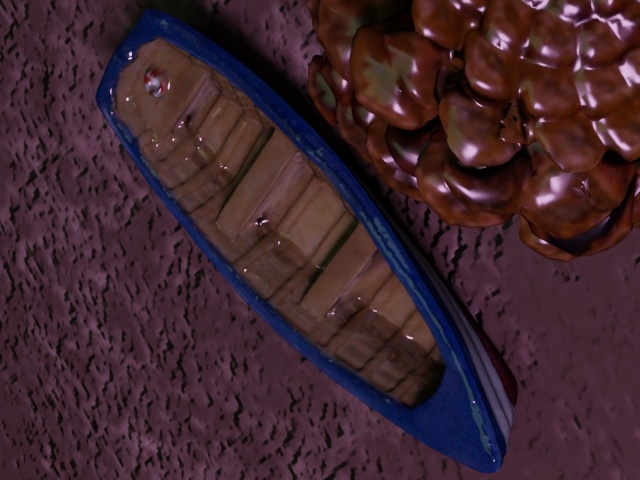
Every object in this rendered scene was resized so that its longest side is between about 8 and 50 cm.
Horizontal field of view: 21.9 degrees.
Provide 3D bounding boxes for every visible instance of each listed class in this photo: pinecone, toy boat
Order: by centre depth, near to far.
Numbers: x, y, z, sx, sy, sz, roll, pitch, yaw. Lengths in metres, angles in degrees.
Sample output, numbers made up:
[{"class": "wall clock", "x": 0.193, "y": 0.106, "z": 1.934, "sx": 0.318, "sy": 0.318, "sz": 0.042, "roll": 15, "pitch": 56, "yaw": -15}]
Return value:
[{"class": "pinecone", "x": 0.068, "y": -0.071, "z": 0.525, "sx": 0.174, "sy": 0.173, "sz": 0.173, "roll": 10, "pitch": 108, "yaw": 32}, {"class": "toy boat", "x": 0.000, "y": 0.000, "z": 0.653, "sx": 0.229, "sy": 0.046, "sz": 0.080, "roll": 45, "pitch": 122, "yaw": 15}]
